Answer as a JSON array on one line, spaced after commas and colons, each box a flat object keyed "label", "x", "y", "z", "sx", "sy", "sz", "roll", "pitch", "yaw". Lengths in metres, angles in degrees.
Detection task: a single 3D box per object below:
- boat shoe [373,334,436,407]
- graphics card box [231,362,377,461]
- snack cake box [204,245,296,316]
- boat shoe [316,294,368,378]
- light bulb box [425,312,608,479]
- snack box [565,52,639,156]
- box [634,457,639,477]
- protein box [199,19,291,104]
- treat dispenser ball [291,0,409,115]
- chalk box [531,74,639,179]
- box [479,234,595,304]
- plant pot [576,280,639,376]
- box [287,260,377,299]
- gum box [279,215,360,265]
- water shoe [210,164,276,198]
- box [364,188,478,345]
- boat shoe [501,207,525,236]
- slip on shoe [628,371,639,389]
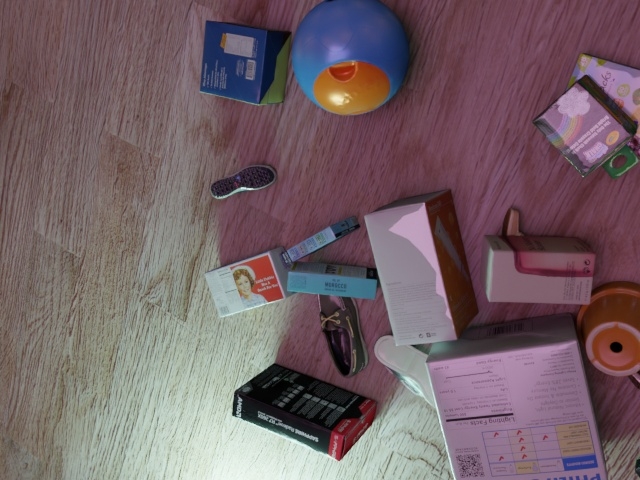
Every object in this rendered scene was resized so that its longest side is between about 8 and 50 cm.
[{"label": "boat shoe", "x": 0.285, "y": 0.372, "z": 1.868, "sx": 0.319, "sy": 0.099, "sz": 0.116, "roll": 35, "pitch": 81, "yaw": 4}, {"label": "graphics card box", "x": -0.047, "y": 0.497, "z": 1.985, "sx": 0.370, "sy": 0.232, "sz": 0.094, "roll": 16, "pitch": 110, "yaw": 23}, {"label": "snack cake box", "x": -0.213, "y": 0.128, "z": 2.063, "sx": 0.264, "sy": 0.089, "sz": 0.152, "roll": -18, "pitch": 92, "yaw": 30}, {"label": "boat shoe", "x": 0.054, "y": 0.248, "z": 1.947, "sx": 0.109, "sy": 0.091, "sz": 0.305, "roll": -16, "pitch": 95, "yaw": 30}, {"label": "light bulb box", "x": 0.481, "y": 0.405, "z": 1.652, "sx": 0.357, "sy": 0.225, "sz": 0.361, "roll": -12, "pitch": 97, "yaw": 20}, {"label": "snack box", "x": 0.651, "y": -0.304, "z": 1.499, "sx": 0.207, "sy": 0.070, "sz": 0.175, "roll": 24, "pitch": 114, "yaw": 23}, {"label": "box", "x": 0.817, "y": 0.552, "z": 1.630, "sx": 0.083, "sy": 0.062, "sz": 0.052, "roll": -37, "pitch": 83, "yaw": 30}, {"label": "protein box", "x": -0.210, "y": -0.497, "z": 1.875, "sx": 0.201, "sy": 0.136, "sz": 0.200, "roll": 17, "pitch": 110, "yaw": 24}, {"label": "treat dispenser ball", "x": 0.073, "y": -0.453, "z": 1.647, "sx": 0.288, "sy": 0.288, "sz": 0.288, "roll": 7, "pitch": 106, "yaw": 27}, {"label": "chalk box", "x": 0.585, "y": -0.231, "z": 1.441, "sx": 0.213, "sy": 0.132, "sz": 0.132, "roll": 49, "pitch": 123, "yaw": 6}, {"label": "box", "x": 0.504, "y": 0.066, "z": 1.583, "sx": 0.232, "sy": 0.149, "sz": 0.127, "roll": 2, "pitch": 106, "yaw": 4}, {"label": "plant pot", "x": 0.689, "y": 0.217, "z": 1.541, "sx": 0.205, "sy": 0.188, "sz": 0.205, "roll": 7, "pitch": 106, "yaw": 26}, {"label": "box", "x": 0.035, "y": 0.109, "z": 1.869, "sx": 0.244, "sy": 0.100, "sz": 0.060, "roll": 6, "pitch": 106, "yaw": 4}, {"label": "gum box", "x": 0.000, "y": 0.000, "z": 1.876, "sx": 0.184, "sy": 0.157, "sz": 0.041, "roll": -30, "pitch": 87, "yaw": 31}, {"label": "water shoe", "x": -0.230, "y": -0.182, "z": 2.007, "sx": 0.203, "sy": 0.080, "sz": 0.073, "roll": -14, "pitch": 100, "yaw": 5}, {"label": "box", "x": 0.264, "y": 0.065, "z": 1.718, "sx": 0.168, "sy": 0.215, "sz": 0.346, "roll": -11, "pitch": 98, "yaw": 30}, {"label": "boat shoe", "x": 0.486, "y": 0.003, "z": 1.678, "sx": 0.059, "sy": 0.063, "sz": 0.170, "roll": 2, "pitch": 105, "yaw": 4}, {"label": "slip on shoe", "x": 0.791, "y": 0.348, "z": 1.607, "sx": 0.041, "sy": 0.051, "sz": 0.135, "roll": -42, "pitch": 72, "yaw": -5}]
